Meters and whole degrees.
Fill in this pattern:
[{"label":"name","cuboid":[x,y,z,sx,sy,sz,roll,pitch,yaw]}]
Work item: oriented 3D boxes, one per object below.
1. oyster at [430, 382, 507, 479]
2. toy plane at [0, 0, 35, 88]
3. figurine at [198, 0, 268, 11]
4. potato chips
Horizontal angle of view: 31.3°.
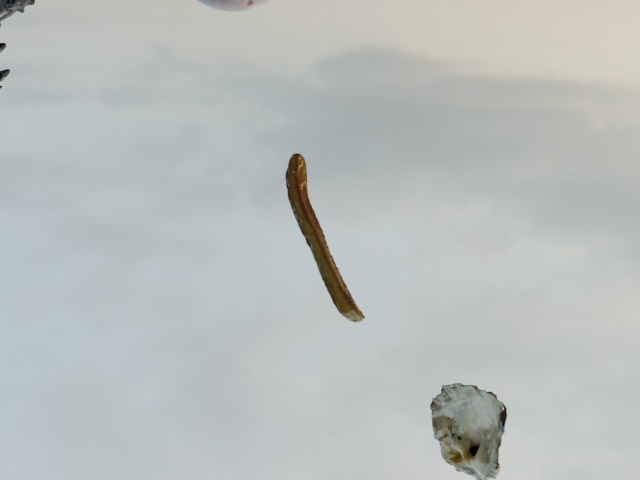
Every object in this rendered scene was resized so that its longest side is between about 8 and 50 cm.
[{"label":"oyster","cuboid":[0.186,0.234,1.374,0.045,0.146,0.121,-34,179,-39]},{"label":"toy plane","cuboid":[-0.261,-0.166,0.836,0.246,0.169,0.078,-25,-133,14]},{"label":"figurine","cuboid":[-0.128,-0.288,0.984,0.287,0.186,0.176,-19,172,-38]},{"label":"potato chips","cuboid":[0.000,0.000,1.225,0.026,0.037,0.204,6,-125,-44]}]
